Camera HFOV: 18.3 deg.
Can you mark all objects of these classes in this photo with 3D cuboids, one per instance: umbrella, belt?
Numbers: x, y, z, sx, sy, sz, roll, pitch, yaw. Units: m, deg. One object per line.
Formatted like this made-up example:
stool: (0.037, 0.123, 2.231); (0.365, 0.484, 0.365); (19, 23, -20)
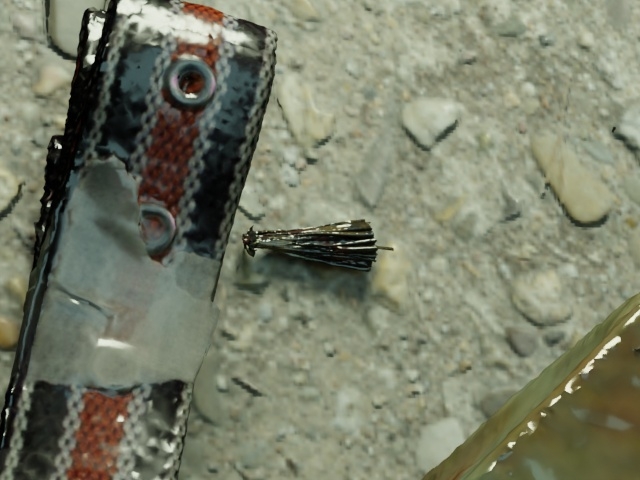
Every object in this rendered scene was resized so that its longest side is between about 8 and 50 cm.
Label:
umbrella: (-0.001, 0.001, 1.024); (0.083, 0.020, 0.031); (0, 67, -15)
belt: (-0.097, 0.049, 0.907); (0.094, 0.126, 0.360); (14, 65, -12)

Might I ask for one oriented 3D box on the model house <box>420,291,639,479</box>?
model house: (0.123, 0.219, 0.810); (0.280, 0.312, 0.245); (46, 57, 5)
